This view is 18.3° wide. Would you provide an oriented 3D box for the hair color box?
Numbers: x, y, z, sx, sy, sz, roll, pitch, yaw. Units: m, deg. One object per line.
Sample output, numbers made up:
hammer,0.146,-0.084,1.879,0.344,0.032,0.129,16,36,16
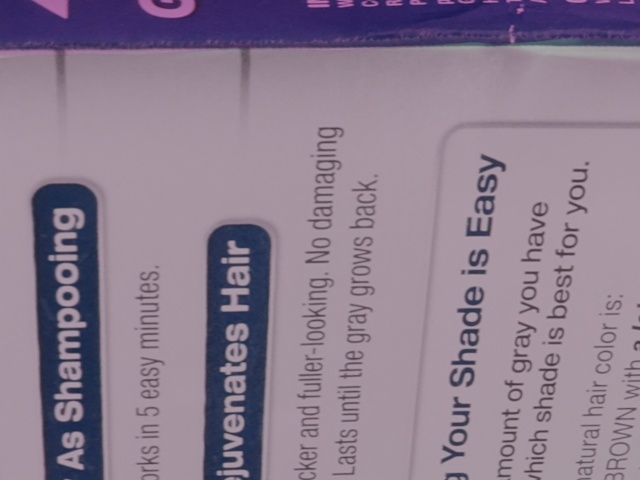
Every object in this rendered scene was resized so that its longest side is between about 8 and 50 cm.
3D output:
hair color box,0.000,0.000,0.466,0.347,0.105,0.174,-1,127,-6
